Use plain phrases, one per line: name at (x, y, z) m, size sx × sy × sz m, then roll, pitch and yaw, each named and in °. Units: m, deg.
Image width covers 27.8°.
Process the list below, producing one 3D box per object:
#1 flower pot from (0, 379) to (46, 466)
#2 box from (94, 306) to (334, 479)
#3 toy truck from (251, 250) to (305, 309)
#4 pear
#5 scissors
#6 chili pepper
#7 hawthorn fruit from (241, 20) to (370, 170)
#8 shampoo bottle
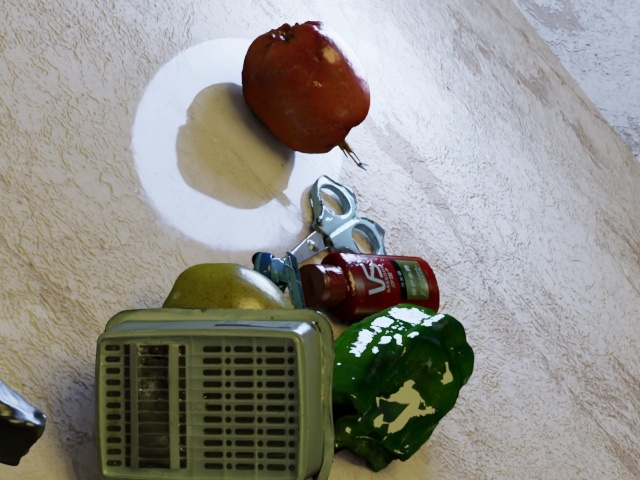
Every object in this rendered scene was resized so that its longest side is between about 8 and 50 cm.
flower pot at (-0.431, 0.187, 1.199) m, size 0.283 × 0.299 × 0.299 m, roll 30°, pitch 37°, yaw -20°
box at (-0.128, 0.191, 1.555) m, size 0.166 × 0.290 × 0.220 m, roll 4°, pitch 86°, yaw -80°
toy truck at (-0.066, 0.078, 1.995) m, size 0.063 × 0.074 × 0.136 m, roll -82°, pitch 167°, yaw -48°
pear at (-0.125, 0.126, 1.758) m, size 0.198 × 0.198 × 0.198 m, roll 33°, pitch 36°, yaw -28°
scissors at (0.001, -0.001, 2.182) m, size 0.191 × 0.029 × 0.360 m, roll 54°, pitch 31°, yaw 1°
chili pepper at (0.116, 0.212, 1.986) m, size 0.213 × 0.167 × 0.385 m, roll 52°, pitch 33°, yaw 3°
hawthorn fruit at (-0.007, -0.243, 2.263) m, size 0.299 × 0.211 × 0.211 m, roll 57°, pitch 31°, yaw -9°
shampoo bottle at (0.081, 0.077, 2.160) m, size 0.314 × 0.076 × 0.118 m, roll 5°, pitch 69°, yaw -50°
